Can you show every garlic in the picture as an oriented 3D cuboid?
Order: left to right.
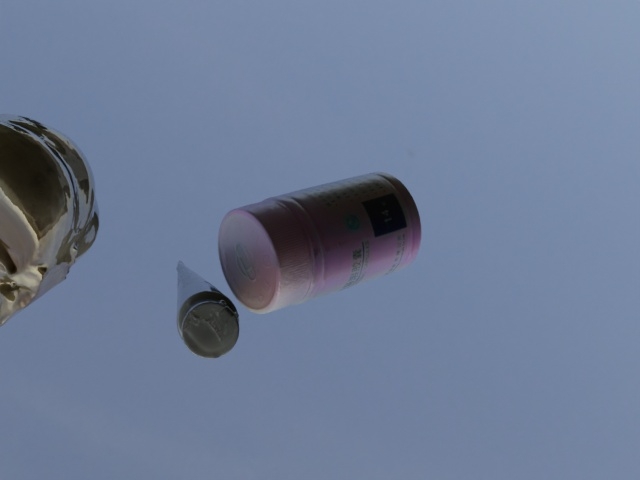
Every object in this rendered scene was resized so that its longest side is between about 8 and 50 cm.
[{"bbox_3d":[-0.279,-0.037,0.965,0.143,0.229,0.178,-36,-92,-32],"label":"garlic"}]

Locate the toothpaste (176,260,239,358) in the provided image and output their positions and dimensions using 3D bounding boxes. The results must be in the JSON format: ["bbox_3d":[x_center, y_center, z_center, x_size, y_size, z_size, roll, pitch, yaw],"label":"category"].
[{"bbox_3d":[-0.146,0.088,1.317,0.073,0.299,0.114,-34,-81,-5],"label":"toothpaste"}]

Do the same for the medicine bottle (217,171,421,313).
[{"bbox_3d":[0.000,0.000,1.457,0.254,0.152,0.152,-17,-104,-36],"label":"medicine bottle"}]
